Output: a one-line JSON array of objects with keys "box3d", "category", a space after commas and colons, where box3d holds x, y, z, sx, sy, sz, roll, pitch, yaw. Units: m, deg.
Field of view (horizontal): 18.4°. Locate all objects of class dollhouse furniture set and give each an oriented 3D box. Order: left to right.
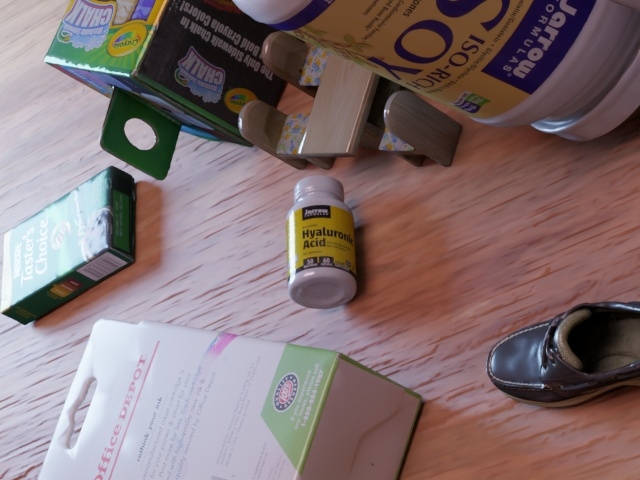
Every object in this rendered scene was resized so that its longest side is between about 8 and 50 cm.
[{"box3d": [0.025, -0.199, 1.858, 0.212, 0.161, 0.242, 2, 70, 48], "category": "dollhouse furniture set"}]

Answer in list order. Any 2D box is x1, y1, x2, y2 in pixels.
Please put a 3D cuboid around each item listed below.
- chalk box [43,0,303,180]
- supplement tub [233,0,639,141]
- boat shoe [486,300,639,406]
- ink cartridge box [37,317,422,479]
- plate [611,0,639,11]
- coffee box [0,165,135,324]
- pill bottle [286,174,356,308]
[{"box3d": [-0.146, -0.210, 2.040, 0.179, 0.180, 0.289, 16, 79, 51], "category": "chalk box"}, {"box3d": [0.113, -0.234, 1.614, 0.241, 0.331, 0.241, -47, 31, 40], "category": "supplement tub"}, {"box3d": [0.212, 0.082, 1.555, 0.223, 0.073, 0.080, -8, 62, 45], "category": "boat shoe"}, {"box3d": [-0.094, 0.193, 1.789, 0.353, 0.119, 0.207, 7, 74, 48], "category": "ink cartridge box"}, {"box3d": [0.276, -0.248, 1.532, 0.045, 0.277, 0.278, -50, 37, 40], "category": "plate"}, {"box3d": [-0.278, 0.007, 2.165, 0.184, 0.040, 0.113, -28, 49, 34], "category": "coffee box"}, {"box3d": [0.000, 0.000, 1.844, 0.065, 0.065, 0.116, -29, 49, 34], "category": "pill bottle"}]
